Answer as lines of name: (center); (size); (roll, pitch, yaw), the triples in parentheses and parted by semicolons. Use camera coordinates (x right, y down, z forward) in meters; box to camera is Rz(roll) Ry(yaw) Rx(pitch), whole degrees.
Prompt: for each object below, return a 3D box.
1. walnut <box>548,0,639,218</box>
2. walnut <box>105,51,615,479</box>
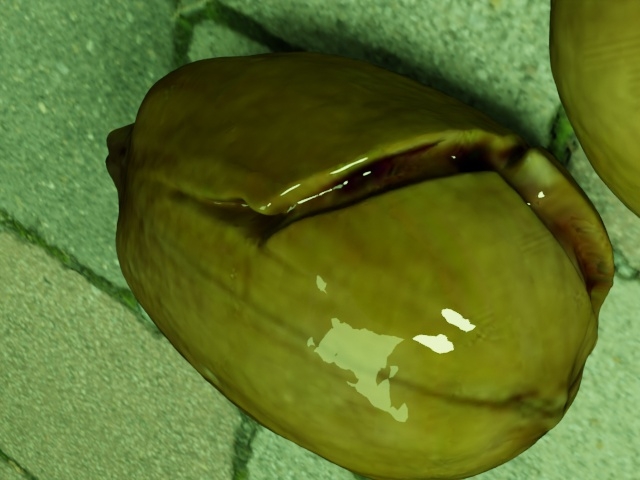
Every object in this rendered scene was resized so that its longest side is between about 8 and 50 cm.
walnut: (0.220, -0.086, 0.683); (0.298, 0.203, 0.203); (-4, 122, 39)
walnut: (0.000, 0.000, 0.998); (0.336, 0.209, 0.209); (25, 140, 32)
